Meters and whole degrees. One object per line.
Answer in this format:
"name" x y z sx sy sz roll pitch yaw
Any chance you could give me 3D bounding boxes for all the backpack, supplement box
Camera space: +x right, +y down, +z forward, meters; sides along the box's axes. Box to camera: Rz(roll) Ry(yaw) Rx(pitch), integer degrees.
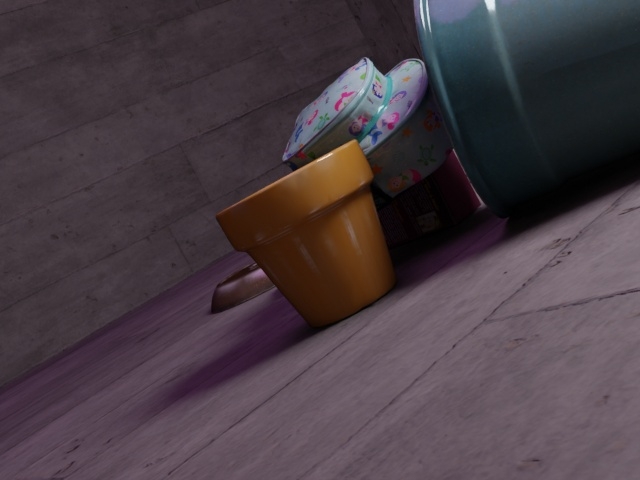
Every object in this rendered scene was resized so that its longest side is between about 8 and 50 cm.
"backpack" 0.079 -0.152 1.233 0.254 0.191 0.225 -29 26 29
"supplement box" 0.148 -0.061 1.351 0.188 0.104 0.081 -22 8 48

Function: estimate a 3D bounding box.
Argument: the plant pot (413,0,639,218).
"plant pot" 0.336 -0.233 1.029 0.334 0.341 0.341 -16 10 25

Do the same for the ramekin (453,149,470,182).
"ramekin" 0.336 -0.203 1.731 0.207 0.109 0.207 -28 5 3

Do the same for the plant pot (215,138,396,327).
"plant pot" 0.000 0.000 1.076 0.205 0.187 0.205 -29 5 3

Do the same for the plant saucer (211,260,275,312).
"plant saucer" -0.110 0.062 1.828 0.311 0.050 0.310 -27 5 2
